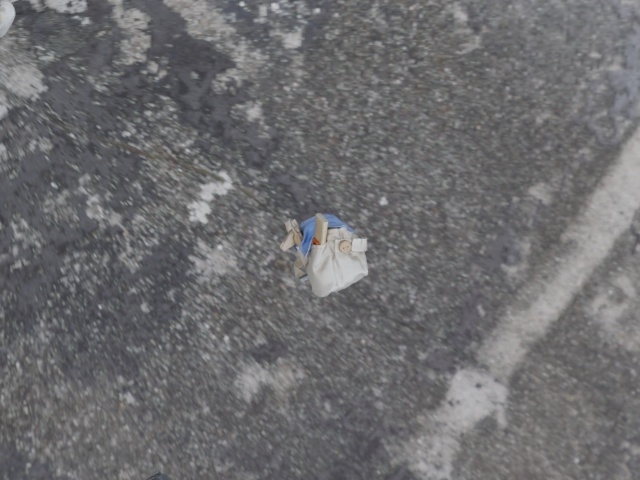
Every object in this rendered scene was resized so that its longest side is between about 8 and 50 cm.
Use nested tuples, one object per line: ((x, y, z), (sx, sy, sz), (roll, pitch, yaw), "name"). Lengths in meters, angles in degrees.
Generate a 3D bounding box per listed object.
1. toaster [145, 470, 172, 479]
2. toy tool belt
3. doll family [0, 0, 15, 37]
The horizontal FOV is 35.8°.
((-0.165, 0.296, 0.816), (0.129, 0.227, 0.146), (-29, 87, 6), "toaster")
((0.000, 0.000, 0.646), (0.052, 0.083, 0.051), (-27, 106, -10), "toy tool belt")
((-0.314, -0.200, 0.685), (0.118, 0.163, 0.263), (-23, 97, 30), "doll family")
